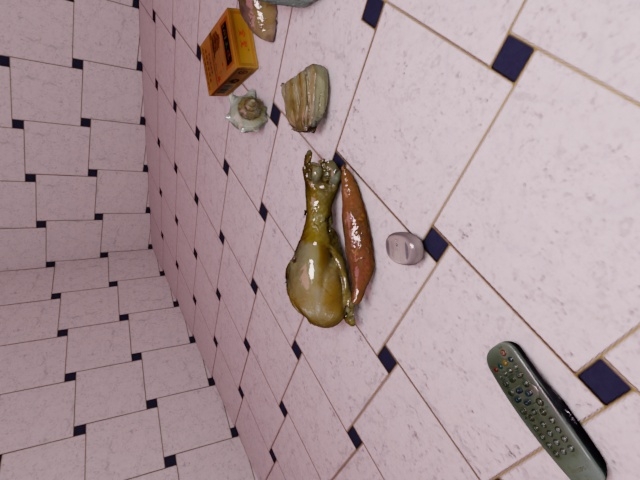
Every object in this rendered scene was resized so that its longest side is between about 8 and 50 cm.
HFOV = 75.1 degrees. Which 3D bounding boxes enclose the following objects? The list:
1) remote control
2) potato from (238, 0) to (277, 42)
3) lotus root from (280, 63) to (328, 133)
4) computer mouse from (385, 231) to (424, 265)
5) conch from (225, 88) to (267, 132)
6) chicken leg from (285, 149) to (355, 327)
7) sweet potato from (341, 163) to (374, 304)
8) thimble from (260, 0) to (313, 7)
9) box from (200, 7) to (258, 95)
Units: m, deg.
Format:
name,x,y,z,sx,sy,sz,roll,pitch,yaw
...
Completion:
name,x,y,z,sx,sy,sz,roll,pitch,yaw
remote control,0.339,0.258,0.635,0.222,0.042,0.072,60,144,29
potato,-0.174,-0.629,1.109,0.100,0.089,0.172,-35,69,54
lotus root,-0.028,-0.329,0.998,0.143,0.070,0.144,6,101,51
computer mouse,0.170,0.015,0.826,0.096,0.039,0.066,12,110,64
conch,-0.234,-0.398,1.269,0.234,0.114,0.138,32,113,56
chicken leg,0.000,0.000,1.010,0.201,0.152,0.430,10,101,52
sweet potato,0.083,-0.015,0.932,0.072,0.066,0.315,-3,95,51
thimble,-0.085,-0.621,0.893,0.250,0.171,0.205,55,140,35
box,-0.298,-0.590,1.334,0.274,0.076,0.175,-2,100,58
